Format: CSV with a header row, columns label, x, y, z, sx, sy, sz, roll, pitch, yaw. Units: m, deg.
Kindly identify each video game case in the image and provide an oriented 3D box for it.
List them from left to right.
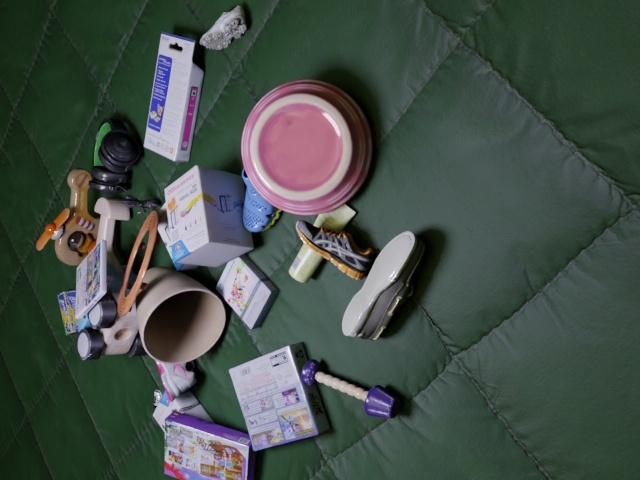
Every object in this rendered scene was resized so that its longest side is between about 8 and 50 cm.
label,x,y,z,sx,sy,sz,roll,pitch,yaw
video game case,-0.741,0.126,1.935,0.183,0.023,0.202,-39,48,32
video game case,-0.121,0.441,1.680,0.269,0.061,0.245,-28,75,38

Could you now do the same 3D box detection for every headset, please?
label,x,y,z,sx,sy,sz,roll,pitch,yaw
headset,-0.684,-0.250,2.061,0.244,0.185,0.394,-59,44,31

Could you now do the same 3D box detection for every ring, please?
label,x,y,z,sx,sy,sz,roll,pitch,yaw
ring,-0.551,0.071,1.835,0.336,0.032,0.337,-46,33,43

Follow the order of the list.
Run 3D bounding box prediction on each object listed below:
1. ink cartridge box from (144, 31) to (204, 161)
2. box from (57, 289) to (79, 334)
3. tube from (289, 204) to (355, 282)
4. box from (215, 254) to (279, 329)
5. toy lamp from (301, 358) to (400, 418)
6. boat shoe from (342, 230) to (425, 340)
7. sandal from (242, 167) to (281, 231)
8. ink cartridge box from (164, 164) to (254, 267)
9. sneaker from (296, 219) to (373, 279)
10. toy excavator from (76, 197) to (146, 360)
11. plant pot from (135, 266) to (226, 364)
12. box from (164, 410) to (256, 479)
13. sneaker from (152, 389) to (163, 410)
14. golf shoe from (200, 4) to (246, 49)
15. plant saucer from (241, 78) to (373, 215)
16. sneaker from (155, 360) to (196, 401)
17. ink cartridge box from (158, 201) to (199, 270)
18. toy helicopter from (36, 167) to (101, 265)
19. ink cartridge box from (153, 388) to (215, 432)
label,x,y,z,sx,sy,sz,roll,pitch,yaw
ink cartridge box,-0.457,-0.447,1.876,0.175,0.069,0.371,26,112,36
box,-0.991,0.286,2.380,0.054,0.059,0.169,-22,80,36
tube,0.000,0.000,1.551,0.240,0.070,0.062,-60,16,20
box,-0.217,0.143,1.748,0.186,0.038,0.145,44,119,29
toy lamp,0.076,0.376,1.507,0.274,0.080,0.080,14,103,40
boat shoe,0.160,0.113,1.404,0.305,0.091,0.109,-59,23,24
sandal,-0.164,-0.171,1.615,0.126,0.138,0.318,26,111,33
ink cartridge box,-0.320,-0.065,1.708,0.171,0.168,0.233,-26,67,37
sneaker,0.036,0.007,1.476,0.214,0.084,0.083,34,104,-5
toy excavator,-0.732,0.129,2.078,0.445,0.222,0.433,48,120,36
plant pot,-0.465,0.198,1.847,0.274,0.256,0.257,38,117,48
box,-0.337,0.652,1.811,0.293,0.057,0.201,11,108,19
sneaker,-0.563,0.558,2.069,0.032,0.036,0.083,-33,72,38
golf shoe,-0.277,-0.613,1.727,0.176,0.069,0.086,-13,66,36
plant saucer,-0.040,-0.224,1.453,0.331,0.084,0.333,2,98,12
sneaker,-0.471,0.408,1.947,0.252,0.111,0.103,52,155,45
ink cartridge box,-0.422,-0.030,1.869,0.148,0.085,0.203,-44,67,34
toy helicopter,-0.884,-0.082,2.142,0.140,0.234,0.356,18,106,37
ink cartridge box,-0.444,0.583,1.945,0.190,0.082,0.140,44,119,29
